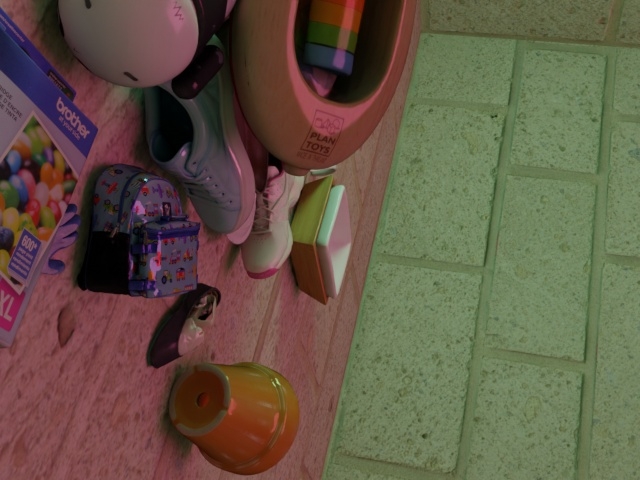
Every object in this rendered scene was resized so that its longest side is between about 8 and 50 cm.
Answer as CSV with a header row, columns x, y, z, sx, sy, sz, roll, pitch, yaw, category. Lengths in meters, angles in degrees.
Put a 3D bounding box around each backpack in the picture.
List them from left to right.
x,y,z,sx,sy,sz,roll,pitch,yaw,category
-0.237,-0.015,1.066,0.158,0.116,0.173,4,90,-69,backpack

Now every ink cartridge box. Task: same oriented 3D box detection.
x,y,z,sx,sy,sz,roll,pitch,yaw,category
-0.319,-0.074,0.764,0.186,0.065,0.311,56,40,-55,ink cartridge box

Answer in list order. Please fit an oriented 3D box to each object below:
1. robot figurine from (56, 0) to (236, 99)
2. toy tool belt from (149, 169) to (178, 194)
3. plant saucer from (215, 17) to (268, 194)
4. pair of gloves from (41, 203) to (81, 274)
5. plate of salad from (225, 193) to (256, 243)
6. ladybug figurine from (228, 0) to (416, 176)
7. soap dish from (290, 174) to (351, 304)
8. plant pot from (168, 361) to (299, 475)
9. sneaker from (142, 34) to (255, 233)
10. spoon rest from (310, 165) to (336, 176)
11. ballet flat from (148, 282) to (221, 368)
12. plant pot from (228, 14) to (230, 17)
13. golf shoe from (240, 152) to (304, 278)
x,y,z,sx,sy,sz,roll,pitch,yaw,category
-0.202,-0.301,0.959,0.174,0.209,0.278,-59,-173,43,robot figurine
-0.250,-0.059,1.168,0.051,0.052,0.083,48,47,-39,toy tool belt
-0.143,-0.232,1.375,0.310,0.050,0.311,-7,90,-85,plant saucer
-0.323,-0.042,0.905,0.159,0.023,0.198,-57,151,-61,pair of gloves
-0.168,-0.092,1.487,0.200,0.048,0.200,-3,90,-73,plate of salad
-0.009,-0.318,1.138,0.305,0.161,0.450,11,95,-42,ladybug figurine
0.000,0.000,2.101,0.291,0.118,0.229,78,23,-54,soap dish
-0.170,0.308,1.430,0.188,0.205,0.205,41,56,-56,plant pot
-0.202,-0.132,1.195,0.150,0.135,0.366,-50,145,-37,sneaker
-0.007,-0.226,2.019,0.276,0.084,0.137,45,53,-75,spoon rest
-0.221,0.142,1.342,0.203,0.074,0.074,-64,158,-53,ballet flat
-0.051,-0.487,1.313,0.203,0.290,0.291,-95,-172,-73,plant pot
-0.116,-0.068,1.626,0.140,0.115,0.306,65,26,-51,golf shoe
